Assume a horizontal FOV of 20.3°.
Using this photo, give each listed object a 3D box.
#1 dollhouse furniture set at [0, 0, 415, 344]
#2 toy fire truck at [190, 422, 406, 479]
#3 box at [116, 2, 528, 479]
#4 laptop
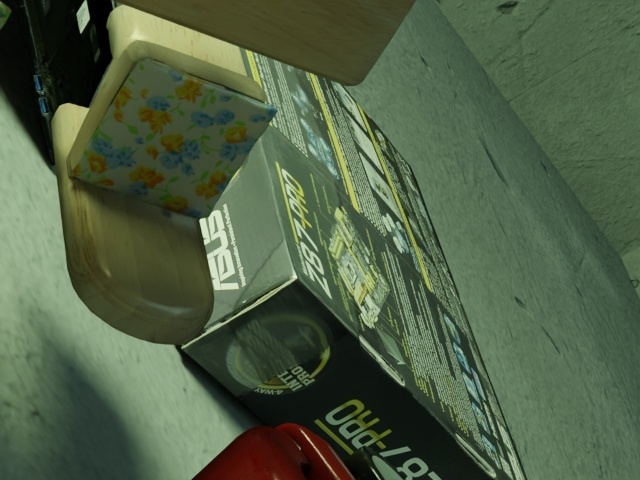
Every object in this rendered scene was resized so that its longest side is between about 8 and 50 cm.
[{"bbox_3d":[-0.121,-0.140,0.620,0.394,0.362,0.256,18,33,-26],"label":"dollhouse furniture set"},{"bbox_3d":[-0.022,0.179,0.723,0.217,0.158,0.246,51,6,33],"label":"toy fire truck"},{"bbox_3d":[0.000,0.000,1.242,0.318,0.097,0.395,49,17,-41],"label":"box"},{"bbox_3d":[-0.221,-0.197,1.058,0.234,0.136,0.264,-84,166,-67],"label":"laptop"}]
